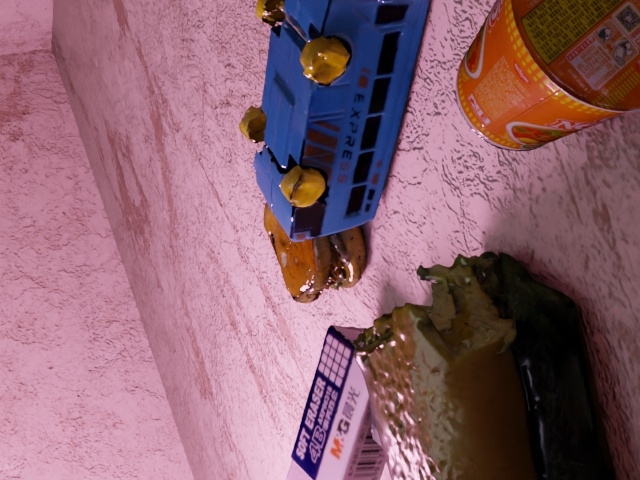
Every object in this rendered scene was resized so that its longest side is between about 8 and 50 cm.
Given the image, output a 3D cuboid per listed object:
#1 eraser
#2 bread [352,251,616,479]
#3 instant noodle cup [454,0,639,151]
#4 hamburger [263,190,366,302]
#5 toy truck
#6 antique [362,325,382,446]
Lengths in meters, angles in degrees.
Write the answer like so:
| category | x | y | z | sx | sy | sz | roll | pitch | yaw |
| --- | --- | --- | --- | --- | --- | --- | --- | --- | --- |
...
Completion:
| category | x | y | z | sx | sy | sz | roll | pitch | yaw |
| --- | --- | --- | --- | --- | --- | --- | --- | --- | --- |
| eraser | 0.036 | 0.274 | 1.356 | 0.130 | 0.086 | 0.287 | 32 | 111 | 53 |
| bread | 0.172 | 0.214 | 0.996 | 0.251 | 0.208 | 0.376 | 179 | 74 | -71 |
| instant noodle cup | 0.195 | -0.155 | 0.788 | 0.185 | 0.169 | 0.168 | 136 | 117 | -72 |
| hamburger | 0.000 | 0.000 | 1.384 | 0.185 | 0.113 | 0.177 | 27 | 122 | 51 |
| toy truck | 0.010 | -0.184 | 1.171 | 0.161 | 0.162 | 0.384 | 57 | 149 | 39 |
| antique | 0.119 | 0.200 | 1.238 | 0.086 | 0.088 | 0.182 | 33 | 133 | 59 |
